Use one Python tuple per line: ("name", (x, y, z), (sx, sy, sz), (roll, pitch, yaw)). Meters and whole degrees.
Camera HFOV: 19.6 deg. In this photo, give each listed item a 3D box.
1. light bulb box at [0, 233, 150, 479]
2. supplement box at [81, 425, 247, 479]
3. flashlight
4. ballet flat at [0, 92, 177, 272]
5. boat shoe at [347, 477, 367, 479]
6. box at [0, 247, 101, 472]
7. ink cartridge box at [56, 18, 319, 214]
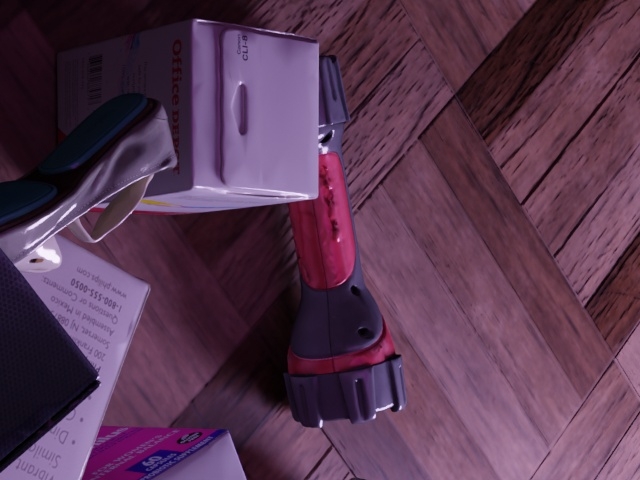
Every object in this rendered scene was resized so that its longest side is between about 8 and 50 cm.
("light bulb box", (-0.352, 0.118, 1.152), (0.358, 0.225, 0.361), (32, 67, -36))
("supplement box", (-0.153, 0.204, 1.324), (0.111, 0.220, 0.114), (-29, 104, -39))
("flashlight", (0.000, 0.000, 1.553), (0.103, 0.103, 0.304), (-14, 98, -38))
("ballet flat", (-0.164, -0.018, 1.139), (0.213, 0.072, 0.068), (-40, 122, -38))
("boat shoe", (0.059, 0.349, 1.574), (0.091, 0.109, 0.305), (-29, 102, -34))
("box", (-0.259, 0.047, 1.011), (0.183, 0.059, 0.233), (-40, 114, -14))
("ink cartridge box", (-0.102, -0.089, 1.419), (0.127, 0.176, 0.128), (3, 85, -41))
